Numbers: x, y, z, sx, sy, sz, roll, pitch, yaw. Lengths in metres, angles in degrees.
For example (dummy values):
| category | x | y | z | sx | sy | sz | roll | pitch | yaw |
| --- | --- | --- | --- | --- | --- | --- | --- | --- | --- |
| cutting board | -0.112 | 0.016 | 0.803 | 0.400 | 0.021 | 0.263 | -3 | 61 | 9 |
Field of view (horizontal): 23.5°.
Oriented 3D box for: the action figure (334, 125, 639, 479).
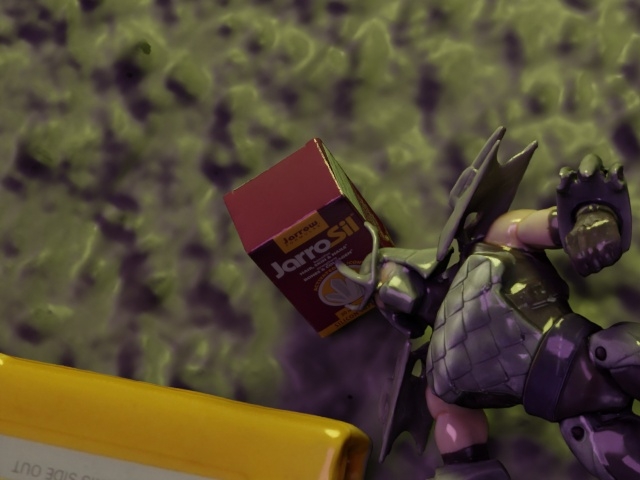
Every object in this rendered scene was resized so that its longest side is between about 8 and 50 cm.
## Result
| category | x | y | z | sx | sy | sz | roll | pitch | yaw |
| --- | --- | --- | --- | --- | --- | --- | --- | --- | --- |
| action figure | 0.121 | 0.063 | 0.642 | 0.285 | 0.099 | 0.185 | 27 | 119 | 27 |

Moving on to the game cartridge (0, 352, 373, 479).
| category | x | y | z | sx | sy | sz | roll | pitch | yaw |
| --- | --- | --- | --- | --- | --- | --- | --- | --- | --- |
| game cartridge | -0.157 | 0.198 | 0.732 | 0.323 | 0.052 | 0.285 | 8 | 78 | 22 |

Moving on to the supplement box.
| category | x | y | z | sx | sy | sz | roll | pitch | yaw |
| --- | --- | --- | --- | --- | --- | --- | --- | --- | --- |
| supplement box | 0.000 | 0.000 | 0.733 | 0.055 | 0.083 | 0.043 | -32 | 48 | 8 |
